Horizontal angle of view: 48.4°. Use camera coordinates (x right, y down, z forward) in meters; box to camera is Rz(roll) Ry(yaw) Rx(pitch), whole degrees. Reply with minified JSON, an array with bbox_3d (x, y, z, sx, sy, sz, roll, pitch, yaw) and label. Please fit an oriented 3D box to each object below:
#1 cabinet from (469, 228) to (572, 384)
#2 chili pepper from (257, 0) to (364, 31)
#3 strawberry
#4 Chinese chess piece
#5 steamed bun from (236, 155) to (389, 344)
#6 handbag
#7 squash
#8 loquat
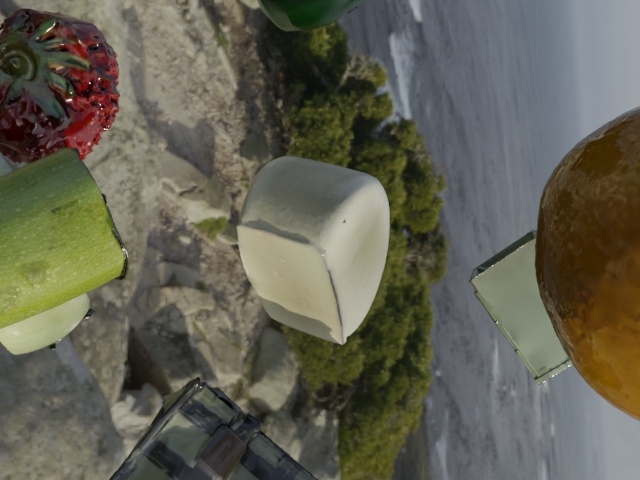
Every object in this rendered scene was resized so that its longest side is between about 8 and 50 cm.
[{"bbox_3d":[0.370,0.109,1.225,0.206,0.150,0.145,55,15,5],"label":"cabinet"},{"bbox_3d":[-0.013,-0.328,0.604,0.249,0.256,0.233,33,20,-32],"label":"chili pepper"},{"bbox_3d":[-0.327,-0.168,0.858,0.201,0.184,0.186,111,-40,-69],"label":"strawberry"},{"bbox_3d":[-0.316,0.002,0.694,0.092,0.238,0.237,-34,126,-22],"label":"Chinese chess piece"},{"bbox_3d":[0.000,0.000,0.887,0.164,0.146,0.241,-61,156,-29],"label":"steamed bun"},{"bbox_3d":[-0.123,0.369,0.805,0.327,0.325,0.162,-53,173,-9],"label":"handbag"},{"bbox_3d":[-0.218,0.020,0.422,0.188,0.095,0.095,-28,116,-33],"label":"squash"},{"bbox_3d":[0.211,0.018,0.358,0.187,0.234,0.176,26,92,-32],"label":"loquat"}]
